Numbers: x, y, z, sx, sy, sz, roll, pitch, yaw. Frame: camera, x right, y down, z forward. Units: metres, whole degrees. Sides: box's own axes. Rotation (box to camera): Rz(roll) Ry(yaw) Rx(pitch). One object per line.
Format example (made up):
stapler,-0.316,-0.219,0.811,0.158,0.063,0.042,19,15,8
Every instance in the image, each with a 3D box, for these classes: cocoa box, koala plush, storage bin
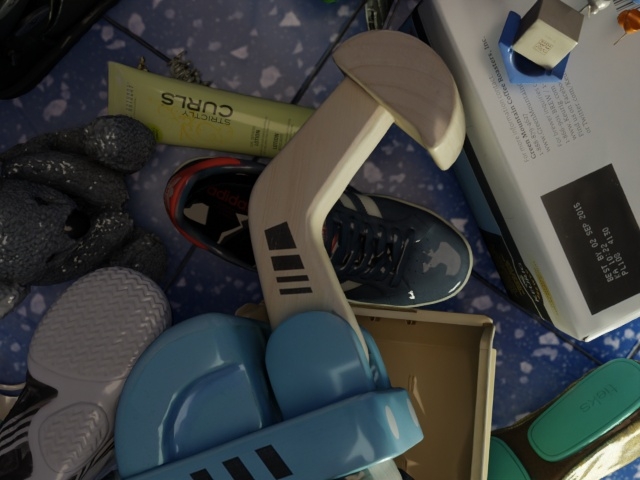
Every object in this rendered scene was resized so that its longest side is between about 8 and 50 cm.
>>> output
cocoa box,0.255,-0.117,0.817,0.231,0.228,0.347,-25,95,-1
koala plush,-0.285,-0.014,0.788,0.203,0.221,0.196,-1,105,11
storage bin,0.043,0.196,0.837,0.262,0.123,0.260,4,86,16

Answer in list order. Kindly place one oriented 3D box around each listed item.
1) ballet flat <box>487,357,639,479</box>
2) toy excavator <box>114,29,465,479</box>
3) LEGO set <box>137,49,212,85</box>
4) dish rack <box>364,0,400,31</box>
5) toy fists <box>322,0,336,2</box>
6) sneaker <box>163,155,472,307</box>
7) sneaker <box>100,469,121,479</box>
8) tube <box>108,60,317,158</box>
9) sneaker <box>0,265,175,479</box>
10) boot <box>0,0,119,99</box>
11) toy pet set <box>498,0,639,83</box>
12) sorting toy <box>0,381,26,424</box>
ballet flat,0.242,0.262,0.921,0.348,0.123,0.123,-32,96,2
toy excavator,-0.028,0.091,0.692,0.432,0.222,0.445,-23,78,11
LEGO set,-0.163,-0.182,0.892,0.083,0.023,0.054,-9,96,-2
dish rack,0.118,-0.332,0.808,0.074,0.208,0.272,23,94,7
toy fists,0.043,-0.384,0.828,0.096,0.142,0.279,20,94,12
sneaker,0.000,0.000,0.856,0.350,0.148,0.131,13,95,-4
sneaker,-0.294,0.338,0.868,0.086,0.163,0.226,36,94,-7
tube,-0.114,-0.130,0.883,0.240,0.062,0.070,10,81,-2
sneaker,-0.240,0.211,0.768,0.137,0.210,0.366,29,77,19
boot,-0.253,-0.280,0.666,0.146,0.445,0.367,34,93,-6
toy pet set,0.197,-0.183,0.675,0.122,0.065,0.114,29,58,-8
sorting toy,-0.346,0.198,0.913,0.083,0.045,0.075,-4,88,-2
